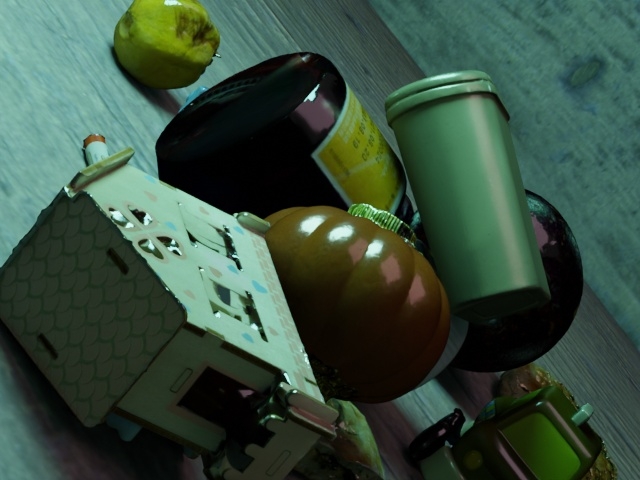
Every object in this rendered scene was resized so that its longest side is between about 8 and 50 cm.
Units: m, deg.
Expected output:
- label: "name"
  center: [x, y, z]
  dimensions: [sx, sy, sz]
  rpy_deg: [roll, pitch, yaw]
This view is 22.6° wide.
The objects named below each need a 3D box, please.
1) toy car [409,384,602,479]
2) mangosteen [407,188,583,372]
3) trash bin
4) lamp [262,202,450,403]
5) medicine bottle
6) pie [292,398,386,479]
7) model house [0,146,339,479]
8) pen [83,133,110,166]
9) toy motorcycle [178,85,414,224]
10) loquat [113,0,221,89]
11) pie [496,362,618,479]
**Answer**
- label: "toy car"
  center: [0.245, 0.260, 1.900]
  dimensions: [0.204, 0.198, 0.248]
  rpy_deg: [52, 14, 8]
- label: "mangosteen"
  center: [0.225, 0.050, 2.245]
  dimensions: [0.288, 0.288, 0.288]
  rpy_deg: [46, 15, -17]
- label: "trash bin"
  center: [0.169, -0.043, 1.761]
  dimensions: [0.243, 0.121, 0.247]
  rpy_deg: [29, 45, -74]
- label: "lamp"
  center: [0.016, 0.062, 1.530]
  dimensions: [0.223, 0.196, 0.223]
  rpy_deg: [27, -19, 10]
- label: "medicine bottle"
  center: [0.000, 0.000, 1.791]
  dimensions: [0.395, 0.242, 0.242]
  rpy_deg: [59, 9, -29]
- label: "pie"
  center: [-0.019, 0.170, 1.631]
  dimensions: [0.218, 0.052, 0.185]
  rpy_deg: [30, 22, -48]
- label: "model house"
  center: [-0.151, 0.064, 1.328]
  dimensions: [0.244, 0.169, 0.326]
  rpy_deg: [32, 20, -31]
- label: "pen"
  center: [-0.212, -0.036, 1.619]
  dimensions: [0.026, 0.026, 0.218]
  rpy_deg: [38, 20, -39]
- label: "toy motorcycle"
  center: [-0.039, -0.115, 2.094]
  dimensions: [0.416, 0.172, 0.232]
  rpy_deg: [11, 35, -54]
- label: "loquat"
  center: [-0.190, -0.251, 2.001]
  dimensions: [0.137, 0.137, 0.113]
  rpy_deg: [38, 15, -38]
- label: "pie"
  center: [0.358, 0.295, 2.432]
  dimensions: [0.274, 0.055, 0.274]
  rpy_deg: [43, 22, -22]
